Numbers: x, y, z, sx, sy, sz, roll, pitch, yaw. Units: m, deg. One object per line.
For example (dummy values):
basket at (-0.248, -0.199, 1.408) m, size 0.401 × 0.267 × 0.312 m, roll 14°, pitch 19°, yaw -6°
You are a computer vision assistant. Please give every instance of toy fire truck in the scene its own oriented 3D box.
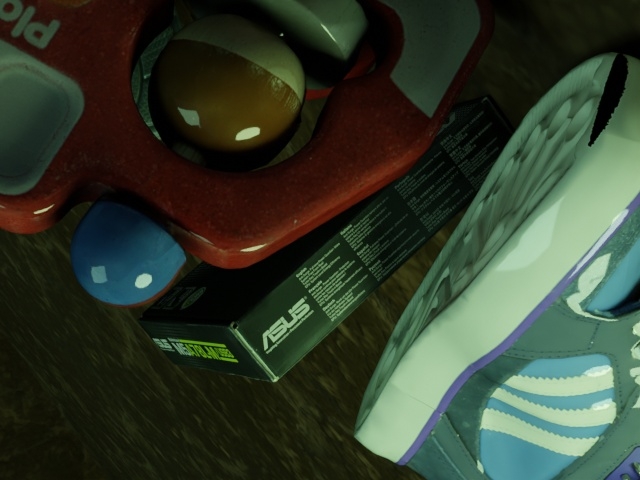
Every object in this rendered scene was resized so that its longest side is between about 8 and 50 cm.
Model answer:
toy fire truck at (-0.088, -0.107, 0.781) m, size 0.302 × 0.254 × 0.169 m, roll 31°, pitch 162°, yaw 0°

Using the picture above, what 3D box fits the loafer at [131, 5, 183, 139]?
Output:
loafer at (-0.165, -0.175, 1.192) m, size 0.267 × 0.096 × 0.084 m, roll 52°, pitch -176°, yaw 16°

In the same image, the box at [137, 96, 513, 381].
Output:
box at (0.000, 0.000, 0.946) m, size 0.045 × 0.190 × 0.184 m, roll 52°, pitch 164°, yaw -10°

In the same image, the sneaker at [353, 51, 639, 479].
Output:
sneaker at (0.171, 0.062, 0.832) m, size 0.236 × 0.130 × 0.323 m, roll 26°, pitch 142°, yaw -3°
